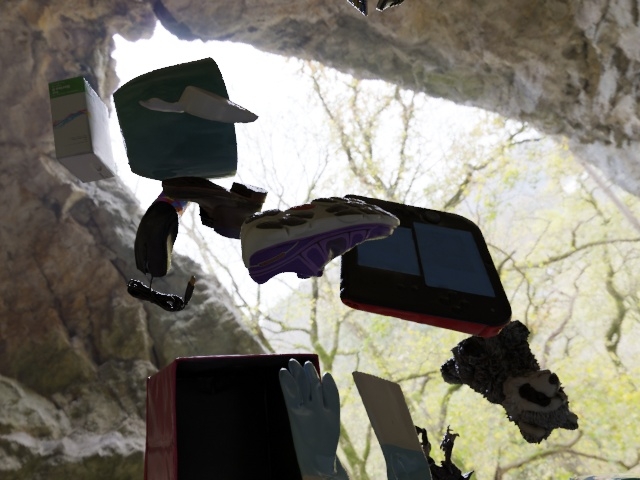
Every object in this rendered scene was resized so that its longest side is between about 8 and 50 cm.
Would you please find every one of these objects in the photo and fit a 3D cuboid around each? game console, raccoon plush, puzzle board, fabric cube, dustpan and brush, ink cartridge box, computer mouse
[{"bbox_3d":[0.209,0.034,1.087,0.386,0.342,0.060,-87,13,-55],"label":"game console"},{"bbox_3d":[0.508,0.409,1.381,0.216,0.299,0.446,-22,-26,-7],"label":"raccoon plush"},{"bbox_3d":[0.089,-0.660,1.313,0.011,0.096,0.128,-31,-30,-12],"label":"puzzle board"},{"bbox_3d":[-0.158,0.347,0.886,0.254,0.258,0.258,5,-23,-29],"label":"fabric cube"},{"bbox_3d":[-0.239,-0.255,0.957,0.211,0.147,0.060,6,-67,-51],"label":"dustpan and brush"},{"bbox_3d":[-0.594,-0.272,1.270,0.093,0.212,0.154,-15,-15,-5],"label":"ink cartridge box"},{"bbox_3d":[-0.375,0.048,1.209,0.261,0.184,0.060,-71,-15,13],"label":"computer mouse"}]

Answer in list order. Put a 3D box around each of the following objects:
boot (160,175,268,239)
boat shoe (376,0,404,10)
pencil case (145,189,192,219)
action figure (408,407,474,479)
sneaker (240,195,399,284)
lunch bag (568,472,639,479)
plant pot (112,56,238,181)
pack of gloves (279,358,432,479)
[{"bbox_3d":[-0.188,-0.051,0.898,0.219,0.082,0.106,1,-69,-48],"label":"boot"},{"bbox_3d":[0.193,-0.622,1.281,0.152,0.049,0.056,-53,0,-28],"label":"boat shoe"},{"bbox_3d":[-0.400,-0.122,1.426,0.104,0.104,0.236,-47,15,36],"label":"pencil case"},{"bbox_3d":[0.290,0.549,1.314,0.164,0.275,0.141,-43,2,36],"label":"action figure"},{"bbox_3d":[0.000,0.000,0.486,0.170,0.068,0.071,-12,-64,-31],"label":"sneaker"},{"bbox_3d":[0.500,0.420,0.733,0.223,0.263,0.160,41,-117,-62],"label":"lunch bag"},{"bbox_3d":[-0.350,-0.268,1.198,0.235,0.292,0.293,-14,-20,-19],"label":"plant pot"},{"bbox_3d":[0.040,0.232,0.507,0.195,0.232,0.046,27,-62,-34],"label":"pack of gloves"}]
